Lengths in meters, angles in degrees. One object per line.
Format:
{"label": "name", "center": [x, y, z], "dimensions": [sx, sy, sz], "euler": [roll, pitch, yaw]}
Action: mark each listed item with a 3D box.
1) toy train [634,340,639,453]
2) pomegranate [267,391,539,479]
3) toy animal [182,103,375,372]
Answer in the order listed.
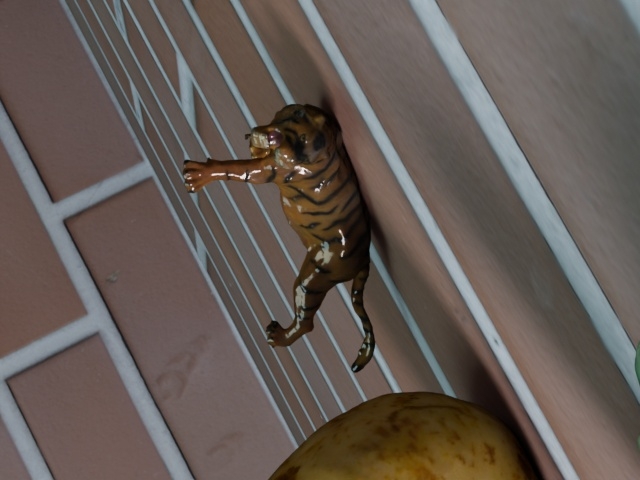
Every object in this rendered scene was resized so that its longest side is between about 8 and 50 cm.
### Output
{"label": "toy train", "center": [0.162, 0.108, 0.534], "dimensions": [0.194, 0.080, 0.125], "euler": [67, 174, -33]}
{"label": "pomegranate", "center": [0.054, 0.212, 1.004], "dimensions": [0.215, 0.215, 0.215], "euler": [60, 171, 17]}
{"label": "toy animal", "center": [0.003, -0.007, 1.111], "dimensions": [0.116, 0.114, 0.255], "euler": [-1, 132, 31]}
